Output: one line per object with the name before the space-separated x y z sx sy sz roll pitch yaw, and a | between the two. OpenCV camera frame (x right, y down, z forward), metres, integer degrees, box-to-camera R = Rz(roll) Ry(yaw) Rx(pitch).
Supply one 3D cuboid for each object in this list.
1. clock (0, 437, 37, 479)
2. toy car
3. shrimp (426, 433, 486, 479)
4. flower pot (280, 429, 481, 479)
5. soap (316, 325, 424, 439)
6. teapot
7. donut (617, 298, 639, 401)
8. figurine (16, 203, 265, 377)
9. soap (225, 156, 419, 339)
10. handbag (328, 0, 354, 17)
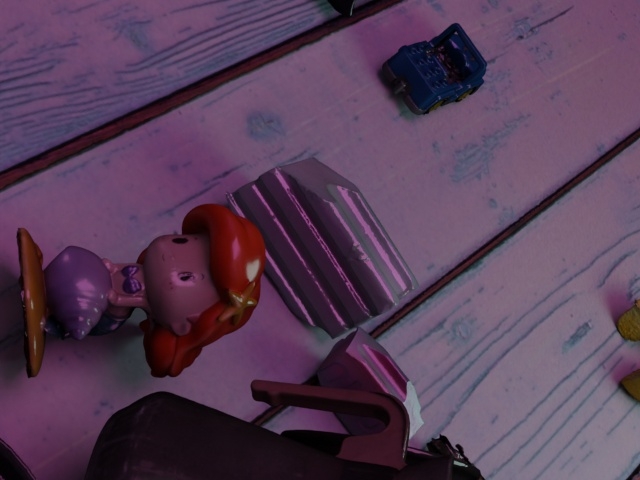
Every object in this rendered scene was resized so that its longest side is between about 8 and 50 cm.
clock | -0.414 0.321 1.239 0.386 0.076 0.386 20 54 -30
toy car | 0.184 -0.261 2.041 0.191 0.100 0.097 -25 79 -49
shrimp | 0.183 0.355 1.721 0.152 0.046 0.219 -30 86 -48
flower pot | 0.054 0.309 1.549 0.235 0.235 0.148 21 74 -28
soap | 0.059 0.186 1.679 0.149 0.100 0.056 53 45 -2
teapot | -0.044 0.273 1.362 0.343 0.253 0.300 7 52 6
donut | 0.516 0.179 2.072 0.146 0.078 0.181 23 46 -28
figurine | -0.193 0.058 1.475 0.257 0.208 0.181 -3 22 -12
soap | 0.000 0.000 1.718 0.231 0.145 0.091 58 36 -3
handbag | 0.024 -0.470 2.042 0.254 0.089 0.211 49 54 3
